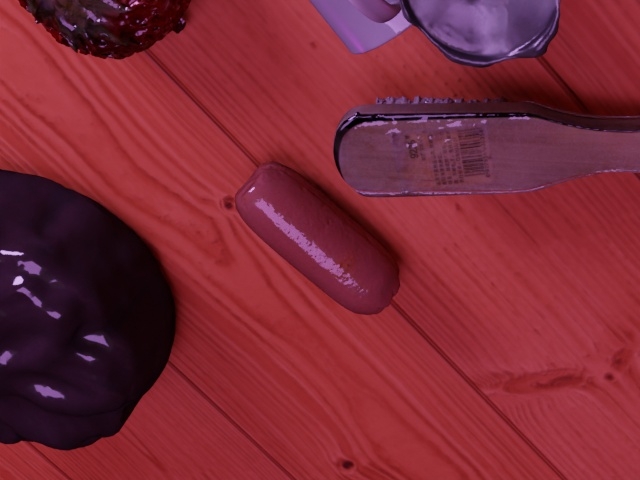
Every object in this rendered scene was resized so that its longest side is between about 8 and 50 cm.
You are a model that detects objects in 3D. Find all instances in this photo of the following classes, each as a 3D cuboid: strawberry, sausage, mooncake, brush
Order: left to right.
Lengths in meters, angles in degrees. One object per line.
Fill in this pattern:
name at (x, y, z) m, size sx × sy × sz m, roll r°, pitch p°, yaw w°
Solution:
mooncake at (-0.278, 0.075, 1.115) m, size 0.283 × 0.141 × 0.283 m, roll 11°, pitch 133°, yaw 12°
strawberry at (-0.162, -0.193, 0.889) m, size 0.145 × 0.086 × 0.145 m, roll 10°, pitch 128°, yaw 14°
sausage at (0.000, 0.000, 0.993) m, size 0.154 × 0.062 × 0.062 m, roll 40°, pitch 130°, yaw -12°
brush at (0.174, -0.075, 0.875) m, size 0.327 × 0.065 × 0.070 m, roll 0°, pitch 121°, yaw 10°

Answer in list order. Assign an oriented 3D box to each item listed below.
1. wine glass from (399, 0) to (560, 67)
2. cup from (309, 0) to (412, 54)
wine glass at (0.114, -0.185, 0.720) m, size 0.122 × 0.183 × 0.122 m, roll 10°, pitch 128°, yaw 13°
cup at (0.025, -0.197, 0.783) m, size 0.099 × 0.136 × 0.133 m, roll -42°, pitch 108°, yaw -6°
